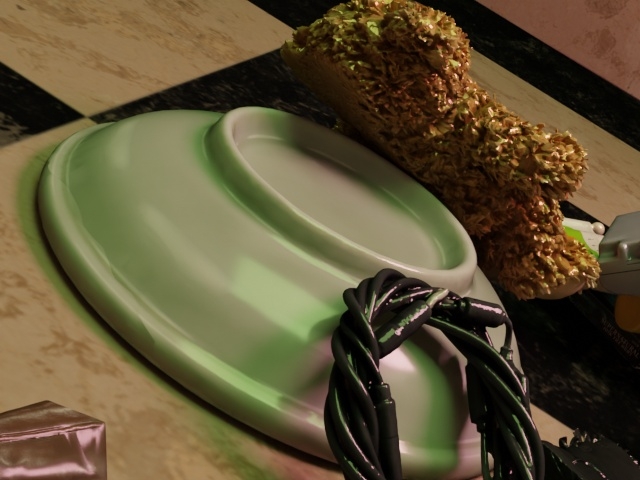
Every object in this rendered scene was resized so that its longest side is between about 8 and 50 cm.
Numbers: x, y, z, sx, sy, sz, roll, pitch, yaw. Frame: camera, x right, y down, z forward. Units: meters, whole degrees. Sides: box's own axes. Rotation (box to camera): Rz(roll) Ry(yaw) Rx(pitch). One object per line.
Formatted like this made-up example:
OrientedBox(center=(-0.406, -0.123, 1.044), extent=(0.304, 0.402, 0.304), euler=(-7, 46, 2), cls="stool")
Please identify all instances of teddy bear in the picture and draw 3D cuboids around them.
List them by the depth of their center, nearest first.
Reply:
OrientedBox(center=(0.115, -0.075, 0.918), extent=(0.338, 0.113, 0.245), euler=(46, -13, -14), cls="teddy bear")

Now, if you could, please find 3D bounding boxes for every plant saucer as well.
OrientedBox(center=(0.000, 0.000, 0.799), extent=(0.400, 0.100, 0.400), euler=(26, 23, -12), cls="plant saucer")

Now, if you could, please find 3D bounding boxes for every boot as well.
OrientedBox(center=(-0.158, 0.081, 0.499), extent=(0.114, 0.037, 0.106), euler=(-6, 55, -52), cls="boot")
OrientedBox(center=(0.196, 0.178, 0.743), extent=(0.099, 0.045, 0.121), euler=(13, 27, -44), cls="boot")

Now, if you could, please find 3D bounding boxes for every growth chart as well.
OrientedBox(center=(0.269, 0.013, 1.124), extent=(0.172, 0.021, 0.237), euler=(8, 18, -20), cls="growth chart")

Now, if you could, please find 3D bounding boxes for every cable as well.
OrientedBox(center=(0.067, 0.102, 0.634), extent=(0.150, 0.047, 0.184), euler=(29, 52, -29), cls="cable")

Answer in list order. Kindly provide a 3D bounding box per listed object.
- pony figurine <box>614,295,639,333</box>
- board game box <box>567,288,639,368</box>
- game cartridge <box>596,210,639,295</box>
OrientedBox(center=(0.486, 0.125, 0.927), extent=(0.363, 0.303, 0.351), euler=(8, 1, -17), cls="pony figurine")
OrientedBox(center=(0.314, 0.072, 1.148), extent=(0.126, 0.026, 0.186), euler=(12, 28, -40), cls="board game box")
OrientedBox(center=(0.412, -0.011, 0.992), extent=(0.297, 0.062, 0.198), euler=(-9, 4, 23), cls="game cartridge")
